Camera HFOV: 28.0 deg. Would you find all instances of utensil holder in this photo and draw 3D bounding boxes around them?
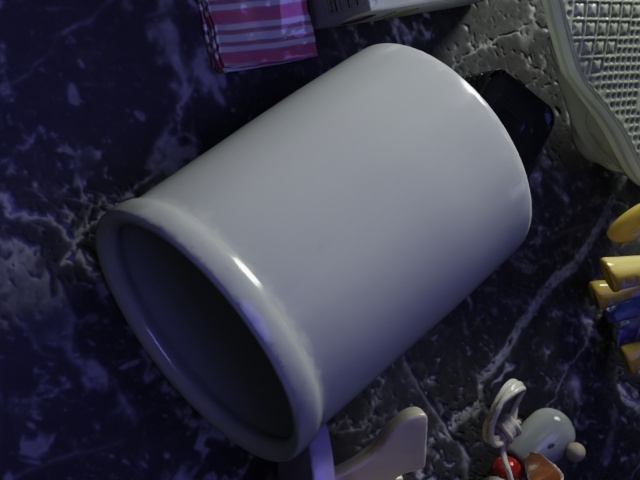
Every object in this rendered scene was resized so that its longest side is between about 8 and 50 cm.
[{"bbox_3d":[0.000,0.000,1.439,0.385,0.327,0.327,-38,107,-25],"label":"utensil holder"}]

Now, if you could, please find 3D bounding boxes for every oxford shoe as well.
[{"bbox_3d":[0.360,-0.242,1.688,0.169,0.130,0.449,-48,131,-16],"label":"oxford shoe"}]

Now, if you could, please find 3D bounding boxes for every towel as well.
[{"bbox_3d":[-0.082,-0.309,1.559,0.144,0.029,0.197,-14,97,-29],"label":"towel"}]

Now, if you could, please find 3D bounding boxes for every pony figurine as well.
[{"bbox_3d":[0.562,0.040,1.771,0.363,0.303,0.351,-24,132,-2],"label":"pony figurine"}]

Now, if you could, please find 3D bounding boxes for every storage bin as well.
[{"bbox_3d":[0.212,-0.121,1.689,0.122,0.084,0.180,34,74,-25],"label":"storage bin"}]

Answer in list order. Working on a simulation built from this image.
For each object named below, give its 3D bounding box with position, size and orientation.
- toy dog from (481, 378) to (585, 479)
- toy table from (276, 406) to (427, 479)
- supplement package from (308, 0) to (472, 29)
[{"bbox_3d":[0.253,0.363,1.648,0.333,0.161,0.220,-57,150,-12],"label":"toy dog"},{"bbox_3d":[0.042,0.328,1.523,0.161,0.252,0.274,-2,118,-16],"label":"toy table"},{"bbox_3d":[0.115,-0.388,1.600,0.262,0.145,0.204,-14,97,-28],"label":"supplement package"}]
